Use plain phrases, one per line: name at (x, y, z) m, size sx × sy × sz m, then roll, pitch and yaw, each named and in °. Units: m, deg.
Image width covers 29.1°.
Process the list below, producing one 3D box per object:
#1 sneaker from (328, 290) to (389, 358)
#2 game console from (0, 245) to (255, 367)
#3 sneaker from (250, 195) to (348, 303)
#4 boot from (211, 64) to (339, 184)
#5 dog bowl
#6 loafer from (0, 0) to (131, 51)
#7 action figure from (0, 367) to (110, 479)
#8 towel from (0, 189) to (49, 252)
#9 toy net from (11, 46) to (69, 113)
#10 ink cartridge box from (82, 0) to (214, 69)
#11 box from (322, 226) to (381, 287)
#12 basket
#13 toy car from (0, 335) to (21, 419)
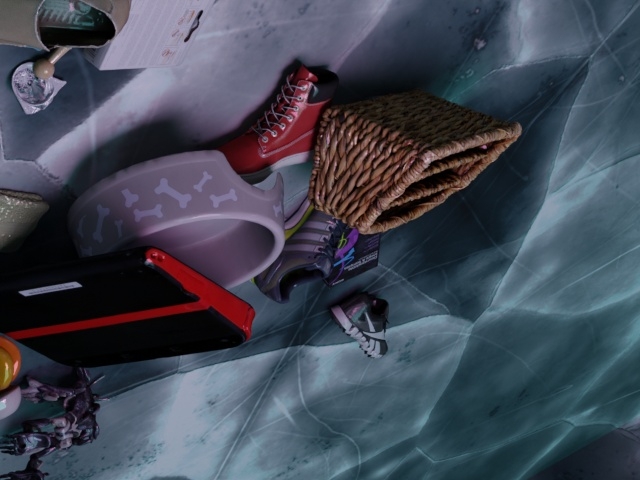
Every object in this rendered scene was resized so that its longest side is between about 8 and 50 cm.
sneaker at (0.108, 0.172, 2.547) m, size 0.106 × 0.078 × 0.234 m, roll -38°, pitch 145°, yaw 4°
game console at (-0.329, 0.104, 1.904) m, size 0.386 × 0.060 × 0.342 m, roll -11°, pitch 151°, yaw 24°
sneaker at (0.000, 0.000, 2.198) m, size 0.300 × 0.121 × 0.111 m, roll -42°, pitch 147°, yaw 6°
boot at (-0.080, -0.188, 1.936) m, size 0.244 × 0.088 × 0.176 m, roll -23°, pitch 143°, yaw -32°
dog bowl at (-0.213, -0.008, 1.912) m, size 0.348 × 0.102 × 0.349 m, roll -14°, pitch 156°, yaw -6°
loafer at (-0.360, -0.283, 1.497) m, size 0.268 × 0.092 × 0.102 m, roll -4°, pitch 127°, yaw -15°
action figure at (-0.467, 0.310, 2.122) m, size 0.276 × 0.141 × 0.164 m, roll -53°, pitch 146°, yaw -65°
towel at (-0.477, -0.029, 1.802) m, size 0.148 × 0.027 × 0.110 m, roll 11°, pitch 123°, yaw -49°
toy net at (-0.371, -0.248, 1.621) m, size 0.122 × 0.045 × 0.232 m, roll -11°, pitch 138°, yaw -35°
ink cartridge box at (-0.230, -0.307, 1.705) m, size 0.179 × 0.045 × 0.145 m, roll -19°, pitch 146°, yaw -57°
box at (0.061, 0.013, 2.356) m, size 0.116 × 0.029 × 0.162 m, roll -24°, pitch 146°, yaw -20°
basket at (0.153, -0.108, 2.028) m, size 0.299 × 0.223 × 0.213 m, roll -20°, pitch 128°, yaw -51°
toy car at (-0.553, 0.208, 1.929) m, size 0.182 × 0.159 × 0.136 m, roll -23°, pitch -169°, yaw 7°
